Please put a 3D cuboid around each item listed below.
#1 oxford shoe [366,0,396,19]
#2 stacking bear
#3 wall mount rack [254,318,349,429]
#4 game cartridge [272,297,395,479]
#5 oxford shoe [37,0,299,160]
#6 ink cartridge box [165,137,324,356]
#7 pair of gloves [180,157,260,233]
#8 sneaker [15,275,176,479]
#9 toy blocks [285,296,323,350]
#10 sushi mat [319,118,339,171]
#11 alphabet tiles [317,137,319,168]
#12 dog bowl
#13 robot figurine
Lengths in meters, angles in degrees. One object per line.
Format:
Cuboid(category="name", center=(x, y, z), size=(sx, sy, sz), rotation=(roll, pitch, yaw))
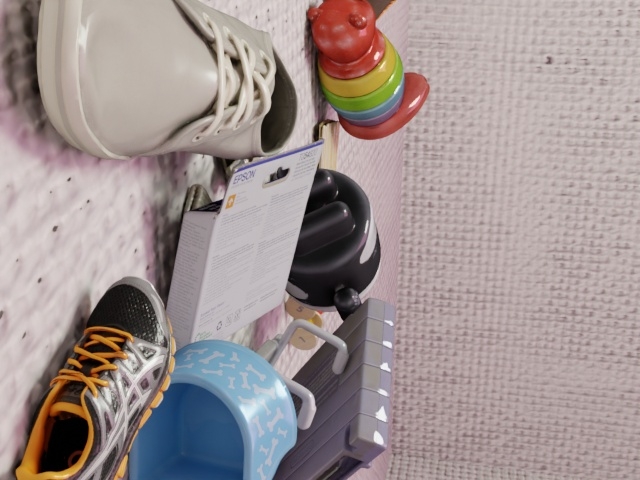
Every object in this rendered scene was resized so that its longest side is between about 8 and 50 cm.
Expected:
Cuboid(category="oxford shoe", center=(0.083, -0.435, 1.712), size=(0.364, 0.132, 0.130), rotation=(72, 25, -64))
Cuboid(category="stacking bear", center=(0.066, -0.318, 1.638), size=(0.164, 0.175, 0.289), rotation=(-62, 153, -16))
Cuboid(category="wall mount rack", center=(-0.086, 0.266, 1.181), size=(0.304, 0.130, 0.350), rotation=(-61, 174, 15))
Cuboid(category="game cartridge", center=(0.004, 0.259, 1.329), size=(0.355, 0.068, 0.230), rotation=(-52, -161, 46))
Cuboid(category="oxford shoe", center=(-0.114, -0.148, 0.835), size=(0.449, 0.130, 0.169), rotation=(-5, 101, -78))
Cuboid(category="ink cartridge box", center=(-0.084, -0.002, 1.029), size=(0.223, 0.045, 0.224), rotation=(-27, 137, -62))
Cuboid(category="pair of gloves", center=(-0.107, -0.045, 1.138), size=(0.204, 0.042, 0.240), rotation=(79, 20, -56))
Cuboid(category="sneaker", center=(-0.178, 0.121, 0.742), size=(0.083, 0.084, 0.215), rotation=(68, 30, -57))
Cuboid(category="toy blocks", center=(-0.017, 0.100, 1.634), size=(0.148, 0.054, 0.123), rotation=(-71, 163, -52))
Cuboid(category="sushi mat", center=(0.011, -0.070, 1.758), size=(0.151, 0.019, 0.317), rotation=(-44, 138, -72))
Cuboid(category="alphabet tiles", center=(0.005, -0.094, 1.787), size=(0.198, 0.009, 0.237), rotation=(-68, 159, -56))
Cuboid(category="dog bowl", center=(-0.116, 0.253, 0.932), size=(0.074, 0.165, 0.297), rotation=(-23, 118, -65))
Cuboid(category="robot figurine", center=(-0.001, 0.003, 1.378), size=(0.278, 0.173, 0.209), rotation=(69, 35, -66))
